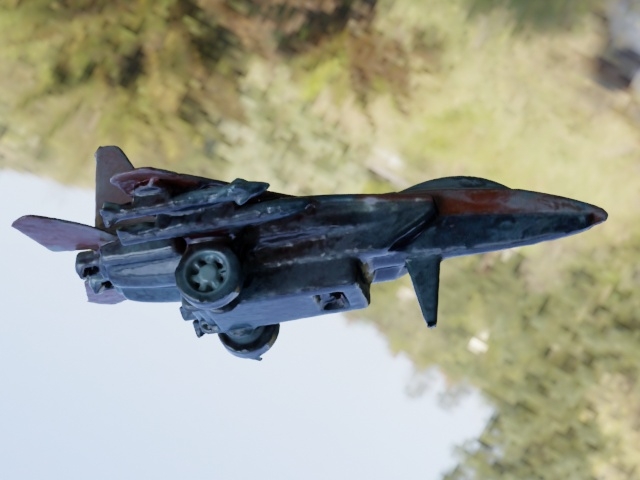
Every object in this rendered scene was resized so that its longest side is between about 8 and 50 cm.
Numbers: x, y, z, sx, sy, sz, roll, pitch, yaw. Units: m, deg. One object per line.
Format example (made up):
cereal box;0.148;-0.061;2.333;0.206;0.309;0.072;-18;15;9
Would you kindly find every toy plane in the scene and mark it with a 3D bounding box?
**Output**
toy plane;-0.001;0.007;0.969;0.326;0.104;0.223;2;159;14
